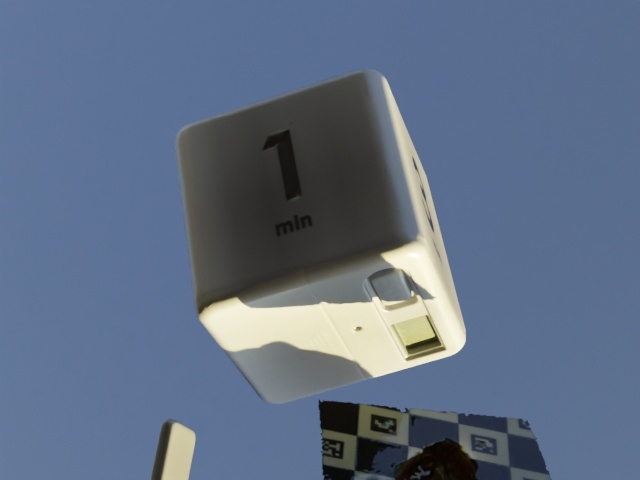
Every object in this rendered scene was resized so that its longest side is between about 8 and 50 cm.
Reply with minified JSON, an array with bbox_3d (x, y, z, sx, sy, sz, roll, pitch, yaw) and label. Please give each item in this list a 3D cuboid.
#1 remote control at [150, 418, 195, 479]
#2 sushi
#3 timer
[{"bbox_3d":[-0.199,0.350,1.698,0.029,0.067,0.261,-1,-112,26],"label":"remote control"},{"bbox_3d":[0.087,0.207,1.024,0.193,0.210,0.040,7,-58,-10],"label":"sushi"},{"bbox_3d":[0.000,0.000,1.197,0.194,0.192,0.195,-18,-124,8],"label":"timer"}]
